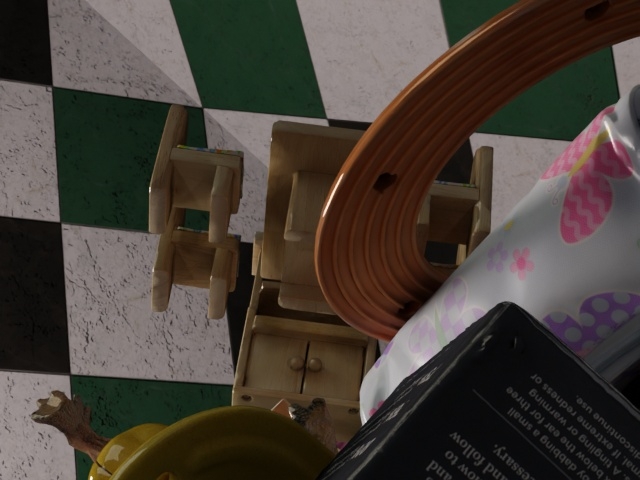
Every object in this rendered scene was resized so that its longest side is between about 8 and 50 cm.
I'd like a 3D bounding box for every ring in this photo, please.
[{"bbox_3d":[0.150,-0.049,0.882,0.337,0.032,0.336,-17,-33,-12],"label":"ring"}]

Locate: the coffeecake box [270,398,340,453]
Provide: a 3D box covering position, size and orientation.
[{"bbox_3d":[-0.038,0.221,1.037,0.185,0.142,0.068,-49,-4,26],"label":"coffeecake box"}]

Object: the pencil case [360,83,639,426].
[{"bbox_3d":[0.136,0.040,0.857,0.114,0.124,0.273,7,-43,-39],"label":"pencil case"}]

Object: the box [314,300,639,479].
[{"bbox_3d":[0.020,0.140,0.534,0.207,0.108,0.153,-47,-3,-16],"label":"box"}]

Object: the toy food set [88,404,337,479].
[{"bbox_3d":[-0.036,0.144,0.657,0.071,0.218,0.128,22,70,49],"label":"toy food set"}]

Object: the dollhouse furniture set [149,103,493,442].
[{"bbox_3d":[0.000,0.000,1.088,0.242,0.212,0.161,96,-179,-46],"label":"dollhouse furniture set"}]

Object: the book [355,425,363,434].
[{"bbox_3d":[0.062,0.146,0.994,0.144,0.096,0.035,-45,-41,-65],"label":"book"}]

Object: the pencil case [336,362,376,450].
[{"bbox_3d":[-0.009,0.214,1.381,0.160,0.167,0.386,-12,5,13],"label":"pencil case"}]

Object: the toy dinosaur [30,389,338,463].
[{"bbox_3d":[-0.066,0.199,0.924,0.127,0.296,0.200,-83,-12,-47],"label":"toy dinosaur"}]
